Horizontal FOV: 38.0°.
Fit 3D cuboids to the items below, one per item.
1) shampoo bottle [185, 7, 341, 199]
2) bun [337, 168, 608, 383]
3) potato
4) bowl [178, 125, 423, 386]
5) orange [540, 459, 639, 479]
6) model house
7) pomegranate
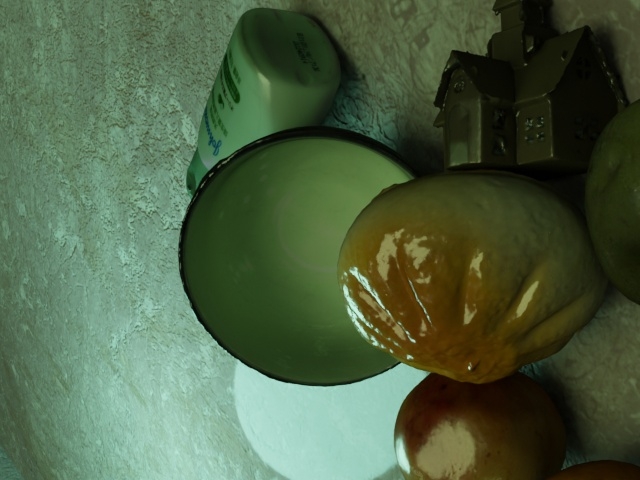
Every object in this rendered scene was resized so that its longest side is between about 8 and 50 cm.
[{"bbox_3d":[-0.099,-0.163,1.388,0.349,0.151,0.221,-60,41,46],"label":"shampoo bottle"},{"bbox_3d":[0.164,0.067,1.019,0.299,0.299,0.164,-45,30,50],"label":"bun"},{"bbox_3d":[0.340,-0.033,0.883,0.177,0.160,0.235,-114,21,-43],"label":"potato"},{"bbox_3d":[0.000,0.000,1.248,0.185,0.354,0.353,-80,-11,-70],"label":"bowl"},{"bbox_3d":[0.315,0.359,1.014,0.171,0.240,0.240,-84,-1,-63],"label":"orange"},{"bbox_3d":[0.205,-0.194,1.006,0.181,0.176,0.248,-10,79,54],"label":"model house"},{"bbox_3d":[0.194,0.244,1.140,0.209,0.209,0.209,24,122,45],"label":"pomegranate"}]
